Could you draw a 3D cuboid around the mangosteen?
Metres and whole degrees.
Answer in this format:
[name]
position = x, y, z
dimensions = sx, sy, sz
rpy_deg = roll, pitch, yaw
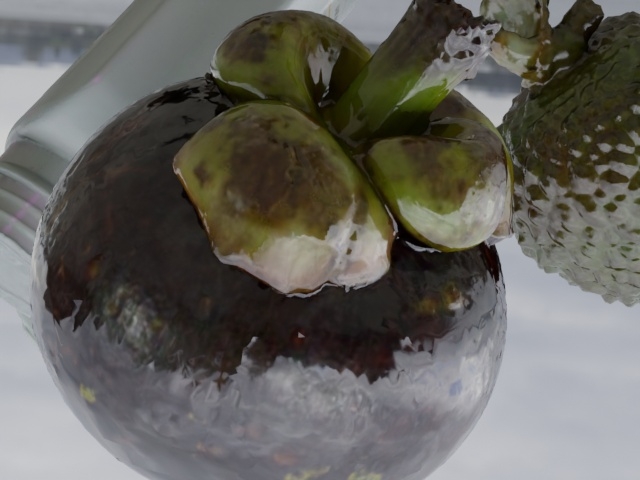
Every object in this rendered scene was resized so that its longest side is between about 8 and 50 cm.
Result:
[mangosteen]
position = -0.007, -0.005, 0.652
dimensions = 0.192, 0.217, 0.192
rpy_deg = 21, -158, -9

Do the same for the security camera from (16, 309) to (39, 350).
[security camera]
position = -0.177, 0.014, 1.429
dimensions = 0.194, 0.236, 0.194
rpy_deg = -40, -176, 4

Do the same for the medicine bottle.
[medicine bottle]
position = -0.109, -0.093, 1.148
dimensions = 0.124, 0.324, 0.179
rpy_deg = 41, 154, -2

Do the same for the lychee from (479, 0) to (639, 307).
[lychee]
position = 0.286, -0.089, 1.615
dimensions = 0.270, 0.320, 0.270
rpy_deg = -13, -146, 9
